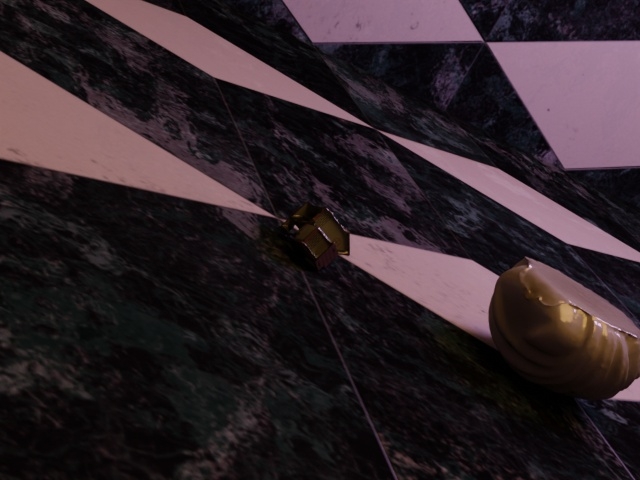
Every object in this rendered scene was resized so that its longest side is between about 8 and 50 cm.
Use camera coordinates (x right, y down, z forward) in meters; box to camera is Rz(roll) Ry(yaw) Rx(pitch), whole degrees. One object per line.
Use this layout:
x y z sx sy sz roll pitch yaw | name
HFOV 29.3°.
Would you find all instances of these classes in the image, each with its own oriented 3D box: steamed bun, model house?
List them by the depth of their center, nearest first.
0.000 0.000 1.271 0.058 0.057 0.083 52 -12 -22 | model house
0.257 0.104 1.300 0.183 0.106 0.183 31 14 -9 | steamed bun
